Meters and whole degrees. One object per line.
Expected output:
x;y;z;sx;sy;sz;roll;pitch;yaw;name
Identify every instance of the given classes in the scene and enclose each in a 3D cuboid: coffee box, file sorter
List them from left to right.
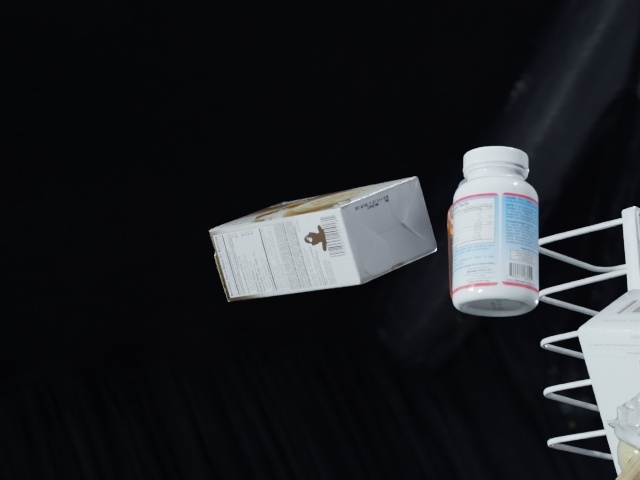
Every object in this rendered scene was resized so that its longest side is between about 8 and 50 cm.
0.000;0.000;2.002;0.141;0.098;0.246;-21;8;-41;coffee box
0.385;0.129;2.054;0.173;0.277;0.193;-18;-24;41;file sorter

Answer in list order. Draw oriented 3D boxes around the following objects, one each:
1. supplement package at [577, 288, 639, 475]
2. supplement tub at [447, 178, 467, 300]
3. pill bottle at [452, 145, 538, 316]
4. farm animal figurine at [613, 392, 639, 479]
0.343;0.148;1.618;0.105;0.179;0.105;-4;19;46;supplement package
0.239;0.004;2.409;0.106;0.106;0.198;-15;-54;-13;supplement tub
0.176;-0.009;1.653;0.087;0.160;0.087;2;-16;1;pill bottle
0.368;0.200;0.966;0.330;0.327;0.172;47;-110;-22;farm animal figurine
